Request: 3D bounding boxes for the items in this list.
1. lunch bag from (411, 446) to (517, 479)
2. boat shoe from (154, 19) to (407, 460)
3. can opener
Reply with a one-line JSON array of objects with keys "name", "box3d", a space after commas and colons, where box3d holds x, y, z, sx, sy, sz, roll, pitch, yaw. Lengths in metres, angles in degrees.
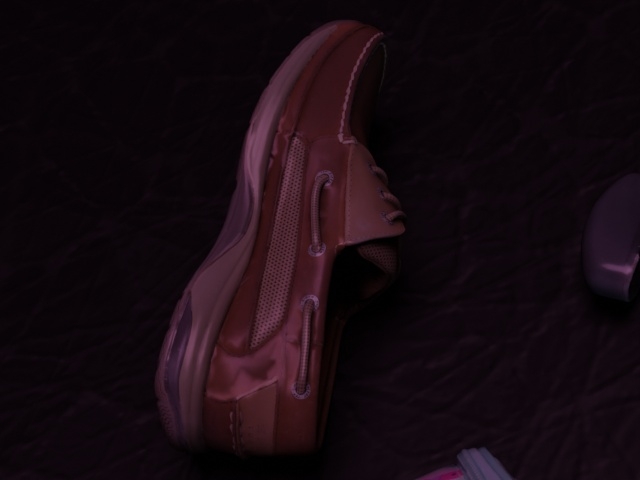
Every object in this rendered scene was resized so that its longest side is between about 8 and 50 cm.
[{"name": "lunch bag", "box3d": [0.104, 0.244, 0.646, 0.108, 0.224, 0.279, -24, 51, -3]}, {"name": "boat shoe", "box3d": [0.000, 0.000, 0.933, 0.117, 0.123, 0.324, 12, 65, 15]}, {"name": "can opener", "box3d": [0.242, -0.080, 0.945, 0.095, 0.076, 0.283, 10, 56, 21]}]
